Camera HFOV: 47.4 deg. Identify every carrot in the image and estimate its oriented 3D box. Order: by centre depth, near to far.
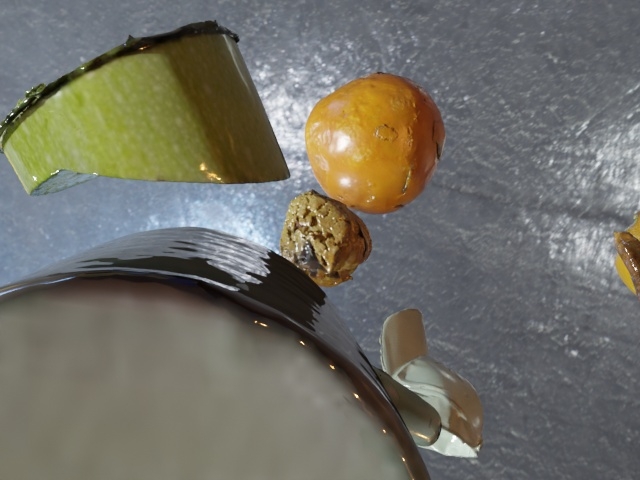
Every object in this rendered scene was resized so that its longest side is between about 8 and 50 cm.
[{"bbox_3d":[0.442,0.081,0.946,0.059,0.059,0.247,-52,37,43],"label":"carrot"}]

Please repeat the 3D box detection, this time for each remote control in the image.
[{"bbox_3d":[0.104,0.267,1.242,0.256,0.097,0.045,31,144,-13],"label":"remote control"}]

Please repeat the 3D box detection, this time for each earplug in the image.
[{"bbox_3d":[-0.106,0.139,0.520,0.313,0.394,0.312,-1,99,-4],"label":"earplug"}]

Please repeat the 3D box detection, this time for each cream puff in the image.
[{"bbox_3d":[0.000,0.000,0.971,0.119,0.104,0.133,6,123,41],"label":"cream puff"}]

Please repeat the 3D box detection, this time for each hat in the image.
[{"bbox_3d":[0.231,0.281,1.461,0.168,0.301,0.258,-13,149,16],"label":"hat"}]

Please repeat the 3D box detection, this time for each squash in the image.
[{"bbox_3d":[-0.147,-0.079,0.602,0.220,0.220,0.133,-14,99,43],"label":"squash"}]

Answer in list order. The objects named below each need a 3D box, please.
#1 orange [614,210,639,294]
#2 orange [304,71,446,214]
[{"bbox_3d":[0.518,0.015,1.101,0.134,0.156,0.156,33,131,5],"label":"orange"},{"bbox_3d":[0.098,-0.168,1.264,0.246,0.246,0.246,19,123,32],"label":"orange"}]
